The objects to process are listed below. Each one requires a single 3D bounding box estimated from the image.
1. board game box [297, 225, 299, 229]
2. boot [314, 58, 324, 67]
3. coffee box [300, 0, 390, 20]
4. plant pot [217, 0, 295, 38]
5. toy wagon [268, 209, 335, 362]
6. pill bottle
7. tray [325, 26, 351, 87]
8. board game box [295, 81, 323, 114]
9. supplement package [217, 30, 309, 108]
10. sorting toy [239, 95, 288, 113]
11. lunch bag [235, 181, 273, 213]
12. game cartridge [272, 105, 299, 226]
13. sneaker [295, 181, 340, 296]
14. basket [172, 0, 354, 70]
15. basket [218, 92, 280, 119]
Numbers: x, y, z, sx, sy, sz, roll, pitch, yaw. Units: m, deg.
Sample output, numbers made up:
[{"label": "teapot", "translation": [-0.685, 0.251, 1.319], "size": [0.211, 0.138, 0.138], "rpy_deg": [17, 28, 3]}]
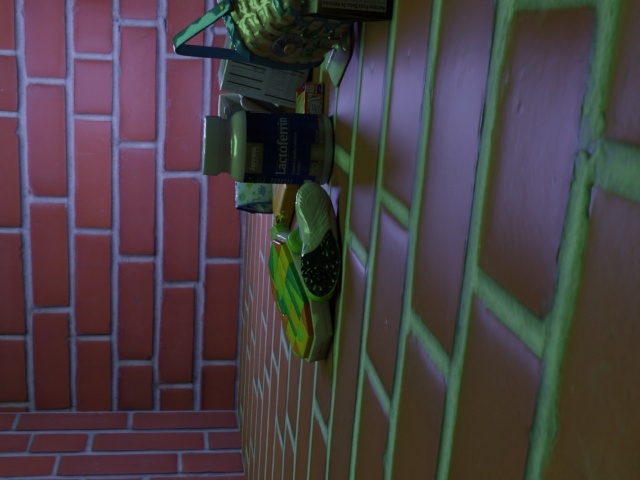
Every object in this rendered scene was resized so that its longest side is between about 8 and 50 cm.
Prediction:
[{"label": "board game box", "translation": [-0.032, 0.032, 1.844], "size": [0.211, 0.039, 0.160], "rpy_deg": [105, 163, -56]}, {"label": "boot", "translation": [-0.013, -0.435, 1.783], "size": [0.099, 0.045, 0.121], "rpy_deg": [166, 113, -78]}, {"label": "coffee box", "translation": [0.044, -0.491, 1.221], "size": [0.168, 0.119, 0.297], "rpy_deg": [-124, 36, -72]}, {"label": "plant pot", "translation": [-0.109, -0.558, 1.823], "size": [0.187, 0.212, 0.212], "rpy_deg": [96, -175, -65]}, {"label": "toy wagon", "translation": [-0.056, 0.088, 1.720], "size": [0.267, 0.068, 0.344], "rpy_deg": [104, 148, -53]}, {"label": "pill bottle", "translation": [-0.114, -0.195, 1.679], "size": [0.153, 0.265, 0.153], "rpy_deg": [-179, 90, -81]}, {"label": "tray", "translation": [0.029, -0.455, 1.579], "size": [0.145, 0.030, 0.270], "rpy_deg": [124, 146, -71]}, {"label": "board game box", "translation": [-0.028, -0.259, 1.842], "size": [0.147, 0.045, 0.193], "rpy_deg": [-166, 78, -80]}, {"label": "supplement package", "translation": [-0.149, -0.451, 2.046], "size": [0.262, 0.204, 0.145], "rpy_deg": [-114, 39, -69]}, {"label": "sorting toy", "translation": [-0.131, -0.322, 2.056], "size": [0.038, 0.193, 0.208], "rpy_deg": [-56, 17, 13]}, {"label": "lunch bag", "translation": [-0.187, -0.152, 2.448], "size": [0.096, 0.151, 0.128], "rpy_deg": [113, 156, -64]}, {"label": "game cartridge", "translation": [-0.105, -0.217, 2.278], "size": [0.285, 0.053, 0.323], "rpy_deg": [110, 161, -62]}, {"label": "sneaker", "translation": [0.000, 0.000, 1.579], "size": [0.086, 0.085, 0.237], "rpy_deg": [47, -146, -65]}, {"label": "basket", "translation": [-0.101, -0.404, 1.467], "size": [0.289, 0.255, 0.200], "rpy_deg": [-19, 82, 45]}, {"label": "basket", "translation": [-0.198, -0.345, 2.222], "size": [0.103, 0.167, 0.113], "rpy_deg": [-178, 88, -85]}]
